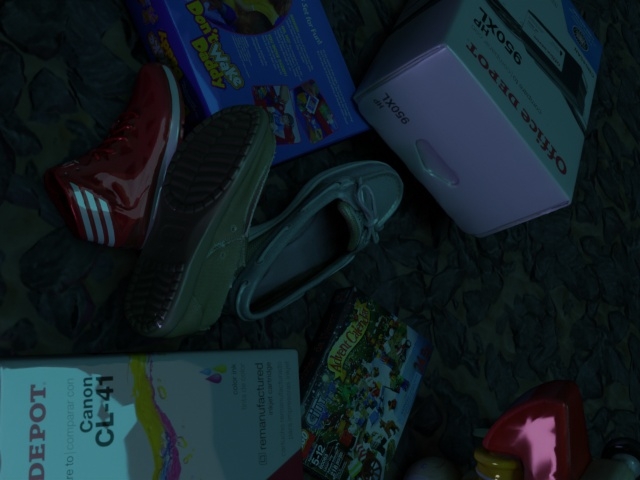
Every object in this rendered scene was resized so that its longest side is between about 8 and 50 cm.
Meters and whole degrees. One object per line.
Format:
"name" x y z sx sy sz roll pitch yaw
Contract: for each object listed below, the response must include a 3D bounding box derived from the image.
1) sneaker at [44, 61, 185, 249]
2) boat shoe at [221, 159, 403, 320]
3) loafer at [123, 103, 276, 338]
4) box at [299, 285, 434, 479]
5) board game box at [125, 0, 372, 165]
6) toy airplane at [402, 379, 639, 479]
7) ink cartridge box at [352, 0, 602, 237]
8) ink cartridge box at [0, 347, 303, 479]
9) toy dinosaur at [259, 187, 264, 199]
"sneaker" -0.225 -0.101 0.758 0.128 0.087 0.221 8 75 -34
"boat shoe" -0.001 -0.002 0.860 0.320 0.103 0.118 -30 122 -33
"loafer" -0.119 -0.019 0.744 0.092 0.102 0.268 39 72 -56
"box" 0.045 0.199 0.907 0.159 0.044 0.233 38 62 -23
"board game box" -0.099 -0.261 0.871 0.233 0.078 0.347 -26 96 -38
"toy airplane" 0.227 0.384 0.896 0.384 0.272 0.386 -59 150 -16
"ink cartridge box" 0.250 -0.246 1.019 0.285 0.166 0.395 44 49 -21
"ink cartridge box" -0.175 0.224 0.700 0.306 0.131 0.226 4 79 -35
"toy dinosaur" -0.098 -0.038 0.873 0.082 0.047 0.090 -41 137 -42
